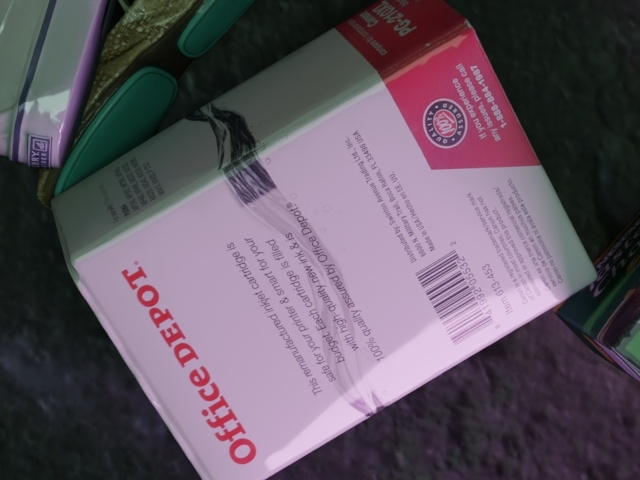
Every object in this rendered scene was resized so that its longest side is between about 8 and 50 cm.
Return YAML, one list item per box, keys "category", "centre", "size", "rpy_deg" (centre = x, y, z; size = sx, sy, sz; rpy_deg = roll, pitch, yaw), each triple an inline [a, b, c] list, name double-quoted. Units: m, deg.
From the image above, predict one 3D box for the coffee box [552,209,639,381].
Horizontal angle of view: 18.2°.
- category: "coffee box"
  centre: [0.185, 0.019, 1.064]
  size: [0.040, 0.184, 0.113]
  rpy_deg: [42, 93, -4]

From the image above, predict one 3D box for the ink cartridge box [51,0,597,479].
- category: "ink cartridge box"
  centre: [0.000, 0.000, 1.066]
  size: [0.237, 0.100, 0.172]
  rpy_deg: [-31, 116, -2]

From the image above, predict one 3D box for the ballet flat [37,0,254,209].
- category: "ballet flat"
  centre: [-0.099, -0.110, 1.096]
  size: [0.067, 0.073, 0.206]
  rpy_deg: [39, 89, 20]

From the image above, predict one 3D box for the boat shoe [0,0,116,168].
- category: "boat shoe"
  centre: [-0.141, -0.164, 1.033]
  size: [0.084, 0.095, 0.258]
  rpy_deg: [13, 64, -1]
